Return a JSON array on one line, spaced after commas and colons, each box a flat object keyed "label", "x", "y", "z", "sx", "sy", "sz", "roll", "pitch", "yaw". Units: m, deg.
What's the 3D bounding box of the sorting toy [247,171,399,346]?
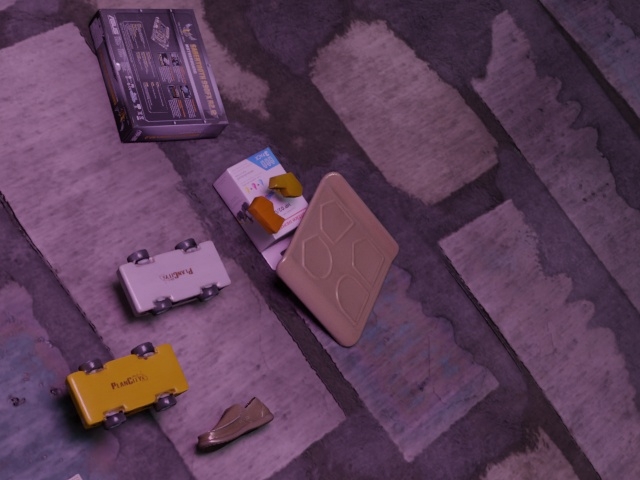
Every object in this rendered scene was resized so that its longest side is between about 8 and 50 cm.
[{"label": "sorting toy", "x": 0.000, "y": 0.000, "z": 2.304, "sx": 0.307, "sy": 0.041, "sz": 0.229, "roll": 49, "pitch": 51, "yaw": -27}]

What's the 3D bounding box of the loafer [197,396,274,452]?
[{"label": "loafer", "x": -0.137, "y": 0.283, "z": 2.115, "sx": 0.148, "sy": 0.056, "sz": 0.050, "roll": -18, "pitch": 75, "yaw": -47}]

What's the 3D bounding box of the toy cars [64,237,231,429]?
[{"label": "toy cars", "x": -0.269, "y": 0.144, "z": 2.090, "sx": 0.176, "sy": 0.087, "sz": 0.394, "roll": 35, "pitch": 49, "yaw": -18}]

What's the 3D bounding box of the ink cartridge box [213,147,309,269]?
[{"label": "ink cartridge box", "x": -0.084, "y": -0.053, "z": 2.317, "sx": 0.104, "sy": 0.061, "sz": 0.181, "roll": -32, "pitch": 85, "yaw": -39}]

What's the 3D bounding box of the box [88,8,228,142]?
[{"label": "box", "x": -0.274, "y": -0.281, "z": 2.323, "sx": 0.183, "sy": 0.056, "sz": 0.231, "roll": -7, "pitch": 70, "yaw": -35}]

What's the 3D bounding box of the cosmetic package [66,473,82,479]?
[{"label": "cosmetic package", "x": -0.340, "y": 0.394, "z": 1.936, "sx": 0.060, "sy": 0.041, "sz": 0.115, "roll": -30, "pitch": 84, "yaw": -39}]
